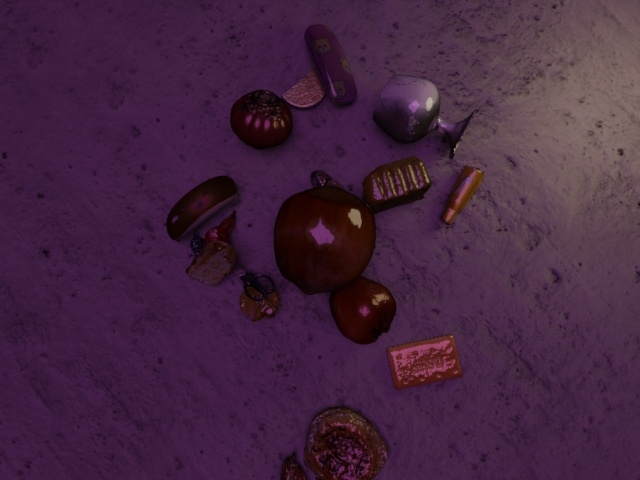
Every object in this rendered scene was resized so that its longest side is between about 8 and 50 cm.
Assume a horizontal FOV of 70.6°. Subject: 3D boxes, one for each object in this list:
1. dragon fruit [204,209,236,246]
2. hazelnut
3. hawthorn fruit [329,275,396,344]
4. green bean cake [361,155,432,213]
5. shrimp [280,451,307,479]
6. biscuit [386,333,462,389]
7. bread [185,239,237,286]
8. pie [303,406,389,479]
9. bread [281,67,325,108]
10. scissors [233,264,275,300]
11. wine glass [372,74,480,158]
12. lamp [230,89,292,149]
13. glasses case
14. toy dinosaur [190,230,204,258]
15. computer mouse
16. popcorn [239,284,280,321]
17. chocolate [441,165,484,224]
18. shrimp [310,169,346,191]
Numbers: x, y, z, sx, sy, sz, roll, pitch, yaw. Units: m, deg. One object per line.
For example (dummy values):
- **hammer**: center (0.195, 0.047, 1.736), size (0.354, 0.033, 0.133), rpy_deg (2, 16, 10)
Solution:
- **dragon fruit**: center (-0.370, -0.033, 1.665), size (0.094, 0.094, 0.191), rpy_deg (21, 81, 5)
- **hazelnut**: center (0.001, -0.009, 1.517), size (0.365, 0.366, 0.367), rpy_deg (0, 87, 4)
- **hawthorn fruit**: center (0.132, 0.220, 1.565), size (0.224, 0.224, 0.261), rpy_deg (-40, 64, 1)
- **green bean cake**: center (0.247, -0.185, 1.556), size (0.232, 0.236, 0.124), rpy_deg (-18, 83, 1)
- **shrimp**: center (-0.090, 0.866, 1.618), size (0.115, 0.051, 0.217), rpy_deg (-1, 86, -3)
- **biscuit**: center (0.371, 0.437, 1.616), size (0.249, 0.030, 0.160), rpy_deg (-12, 86, 3)
- **bread**: center (-0.379, 0.079, 1.608), size (0.128, 0.088, 0.232), rpy_deg (38, 131, -14)
- **pie**: center (0.076, 0.729, 1.595), size (0.307, 0.085, 0.309), rpy_deg (0, 87, 5)
- **bread**: center (-0.039, -0.557, 1.693), size (0.193, 0.036, 0.112), rpy_deg (-42, 88, -3)
- **scissors**: center (-0.284, 0.118, 1.623), size (0.299, 0.022, 0.109), rpy_deg (31, 55, 32)
- **wine glass**: center (0.356, -0.433, 1.565), size (0.322, 0.238, 0.238), rpy_deg (30, 89, 6)
- **lamp**: center (-0.210, -0.424, 1.616), size (0.226, 0.227, 0.227), rpy_deg (0, 87, 4)
- **glasses case**: center (0.037, -0.644, 1.655), size (0.123, 0.075, 0.317), rpy_deg (-18, 85, -33)
- **toy dinosaur**: center (-0.462, 0.010, 1.683), size (0.049, 0.055, 0.154), rpy_deg (-8, 88, 7)
- **computer mouse**: center (-0.444, -0.125, 1.657), size (0.310, 0.072, 0.158), rpy_deg (-36, 50, 2)
- **popcorn**: center (-0.220, 0.224, 1.627), size (0.145, 0.126, 0.126), rpy_deg (26, 110, -13)
- **chocolate**: center (0.503, -0.156, 1.617), size (0.085, 0.085, 0.220), rpy_deg (28, 92, 5)
- **shrimp**: center (0.058, -0.174, 1.649), size (0.232, 0.079, 0.090), rpy_deg (38, 52, 2)
